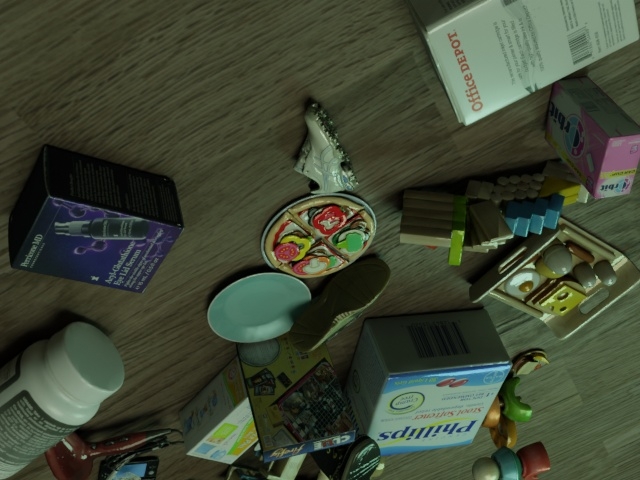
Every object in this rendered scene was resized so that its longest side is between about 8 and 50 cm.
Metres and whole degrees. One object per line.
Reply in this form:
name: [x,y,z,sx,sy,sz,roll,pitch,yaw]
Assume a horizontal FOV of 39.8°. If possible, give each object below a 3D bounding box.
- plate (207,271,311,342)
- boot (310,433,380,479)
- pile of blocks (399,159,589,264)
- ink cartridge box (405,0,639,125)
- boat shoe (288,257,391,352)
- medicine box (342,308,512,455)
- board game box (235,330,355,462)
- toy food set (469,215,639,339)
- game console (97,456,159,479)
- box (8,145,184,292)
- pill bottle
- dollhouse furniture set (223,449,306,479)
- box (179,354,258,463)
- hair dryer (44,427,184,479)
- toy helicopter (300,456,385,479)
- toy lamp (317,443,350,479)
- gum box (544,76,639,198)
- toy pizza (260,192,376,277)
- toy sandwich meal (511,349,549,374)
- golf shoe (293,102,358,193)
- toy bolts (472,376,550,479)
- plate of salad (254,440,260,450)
plate: [-0.110,0.115,1.574,0.188,0.024,0.188,-10,137,-10]
boot: [0.029,0.408,1.752,0.085,0.178,0.236,-26,147,-25]
pile of blocks: [0.297,-0.026,1.484,0.362,0.149,0.112,-12,138,-9]
ink cartridge box: [0.271,-0.308,1.201,0.273,0.114,0.197,-27,139,7]
boat shoe: [0.037,0.114,1.596,0.223,0.080,0.073,-44,170,6]
medicine box: [0.204,0.291,1.786,0.263,0.149,0.289,-4,135,-17]
board game box: [-0.049,0.270,1.595,0.165,0.243,0.042,-11,137,-10]
toy food set: [0.459,0.087,1.707,0.306,0.092,0.220,24,122,-37]
game console: [-0.401,0.515,1.853,0.122,0.071,0.107,0,135,-22]
box: [-0.326,-0.026,1.280,0.207,0.108,0.153,13,130,-32]
pill bottle: [-0.478,0.269,1.495,0.283,0.161,0.161,-35,136,18]
dollhouse furniture set: [-0.107,0.512,1.950,0.129,0.129,0.183,24,93,-39]
box: [-0.167,0.331,1.721,0.114,0.103,0.203,23,123,-36]
hair dryer: [-0.427,0.399,1.726,0.293,0.080,0.223,26,114,-41]
toy helicopter: [0.064,0.577,1.971,0.140,0.235,0.355,4,133,-24]
toy lamp: [0.013,0.501,1.914,0.080,0.080,0.274,7,101,-27]
gum box: [0.414,-0.164,1.358,0.062,0.188,0.107,-8,130,-11]
toy pizza: [0.000,0.000,1.486,0.201,0.032,0.201,-11,138,-10]
toy sandwich meal: [0.466,0.274,1.955,0.086,0.029,0.085,-11,138,-10]
golf shoe: [-0.005,-0.128,1.328,0.086,0.069,0.176,-18,138,7]
toy bolts: [0.382,0.449,1.971,0.158,0.228,0.218,-7,145,-14]
plate of salad: [-0.060,0.356,1.795,0.200,0.048,0.200,-37,165,-12]
